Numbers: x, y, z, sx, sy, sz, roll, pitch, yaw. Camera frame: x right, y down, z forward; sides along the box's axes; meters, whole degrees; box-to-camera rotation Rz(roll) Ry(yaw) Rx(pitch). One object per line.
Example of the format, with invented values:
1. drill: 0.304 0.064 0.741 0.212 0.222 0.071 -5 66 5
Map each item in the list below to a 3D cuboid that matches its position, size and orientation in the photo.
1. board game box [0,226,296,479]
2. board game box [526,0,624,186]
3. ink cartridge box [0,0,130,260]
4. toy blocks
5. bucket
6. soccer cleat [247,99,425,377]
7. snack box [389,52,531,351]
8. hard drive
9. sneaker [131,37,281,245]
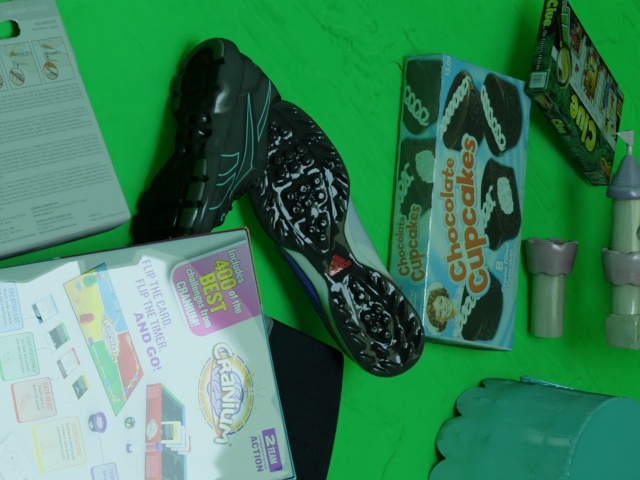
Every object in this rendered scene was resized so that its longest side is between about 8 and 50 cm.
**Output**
1. board game box: -0.191 0.129 1.753 0.317 0.064 0.242 -9 86 -31
2. board game box: 0.319 -0.183 2.451 0.260 0.030 0.136 44 55 -55
3. ink cartridge box: -0.282 -0.100 1.781 0.181 0.056 0.224 -17 84 -49
4. toy blocks: 0.448 -0.007 2.428 0.289 0.309 0.260 -5 100 -50
5. bucket: 0.277 0.299 2.320 0.281 0.183 0.281 1 89 -50
6. soccer cleat: 0.000 0.000 2.076 0.109 0.116 0.318 -32 99 -12
7. snack box: 0.161 -0.040 2.281 0.187 0.060 0.321 12 81 -50
8. hard drive: -0.054 0.208 2.027 0.172 0.054 0.254 29 68 -46
9. sneaker: -0.101 -0.064 1.933 0.106 0.101 0.267 31 67 -39
